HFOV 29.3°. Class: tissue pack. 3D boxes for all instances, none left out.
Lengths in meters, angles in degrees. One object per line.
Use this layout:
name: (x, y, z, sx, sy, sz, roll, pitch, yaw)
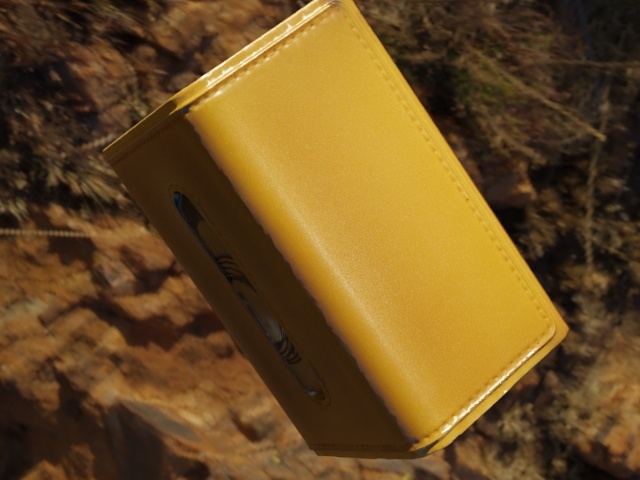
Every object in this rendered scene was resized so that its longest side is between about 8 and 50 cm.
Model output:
tissue pack: (0.000, 0.000, 0.837, 0.145, 0.194, 0.274, -37, 98, -24)
